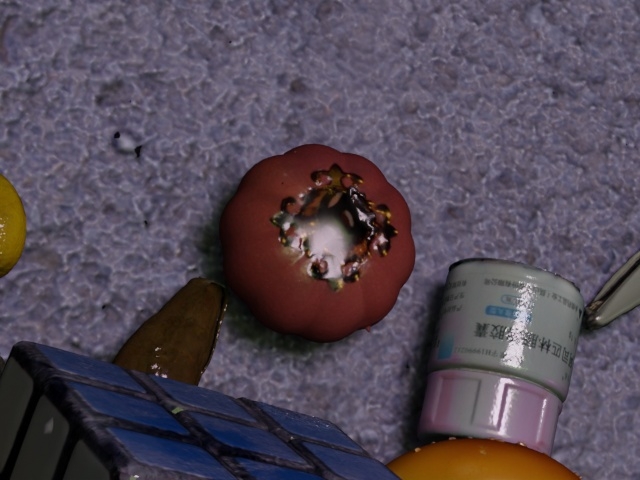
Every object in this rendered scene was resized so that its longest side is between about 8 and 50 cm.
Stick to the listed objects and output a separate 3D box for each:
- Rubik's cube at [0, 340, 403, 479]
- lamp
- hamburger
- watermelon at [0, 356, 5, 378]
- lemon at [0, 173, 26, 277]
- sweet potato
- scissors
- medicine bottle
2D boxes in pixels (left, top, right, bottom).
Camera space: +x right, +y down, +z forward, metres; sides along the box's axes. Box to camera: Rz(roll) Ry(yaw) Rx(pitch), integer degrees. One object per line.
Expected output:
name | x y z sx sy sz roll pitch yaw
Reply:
Rubik's cube | -0.103 0.280 1.211 0.305 0.301 0.303 20 94 -27
lamp | 0.000 0.000 1.475 0.182 0.140 0.182 4 74 -14
hamburger | 0.133 0.261 1.411 0.246 0.246 0.170 14 61 -16
watermelon | -0.401 0.057 1.289 0.322 0.175 0.188 39 66 1
lemon | -0.290 -0.009 1.403 0.082 0.082 0.110 1 70 -20
sweet potato | -0.145 0.157 1.424 0.112 0.085 0.285 39 52 -41
scissors | 0.358 0.002 1.656 0.289 0.041 0.138 -38 90 -27
medicine bottle | 0.163 0.114 1.510 0.135 0.135 0.168 19 73 -15
